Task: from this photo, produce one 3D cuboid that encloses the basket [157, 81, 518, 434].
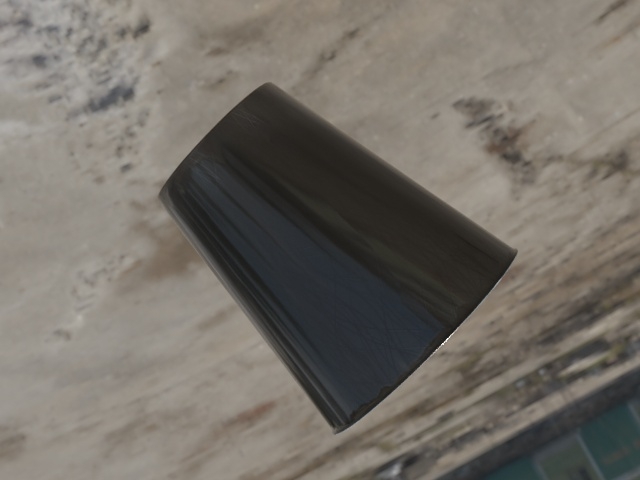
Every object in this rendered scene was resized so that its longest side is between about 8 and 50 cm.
[{"bbox_3d":[0.000,0.000,0.905,0.204,0.227,0.154,-45,-179,18],"label":"basket"}]
